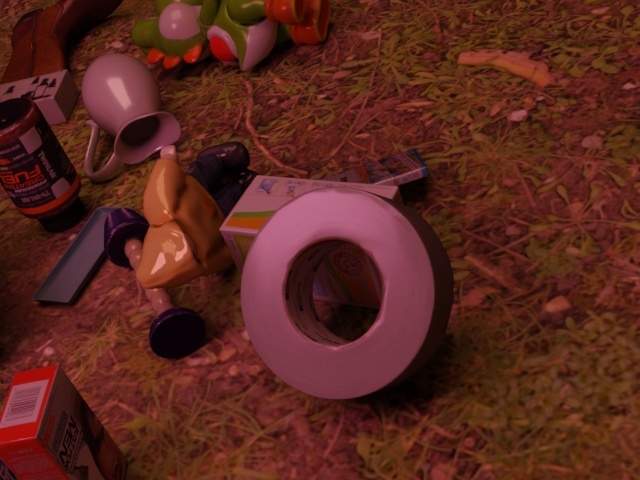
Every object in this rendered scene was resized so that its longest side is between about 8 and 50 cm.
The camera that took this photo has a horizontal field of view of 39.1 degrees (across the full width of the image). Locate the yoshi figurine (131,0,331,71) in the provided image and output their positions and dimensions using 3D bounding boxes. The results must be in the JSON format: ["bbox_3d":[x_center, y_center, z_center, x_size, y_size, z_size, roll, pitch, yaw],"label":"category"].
[{"bbox_3d":[-0.172,-0.422,1.611,0.362,0.204,0.203,-3,27,24],"label":"yoshi figurine"}]

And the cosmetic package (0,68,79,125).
[{"bbox_3d":[-0.577,-0.247,1.674,0.239,0.060,0.099,-10,40,13],"label":"cosmetic package"}]

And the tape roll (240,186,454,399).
[{"bbox_3d":[0.027,0.055,0.952,0.219,0.072,0.219,-1,87,24],"label":"tape roll"}]

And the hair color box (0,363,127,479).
[{"bbox_3d":[-0.260,0.217,0.918,0.053,0.167,0.093,-12,40,10],"label":"hair color box"}]

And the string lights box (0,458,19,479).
[{"bbox_3d":[-0.385,0.294,0.912,0.076,0.133,0.260,-11,40,11],"label":"string lights box"}]

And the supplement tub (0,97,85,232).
[{"bbox_3d":[-0.424,-0.105,1.336,0.106,0.198,0.106,-13,40,11],"label":"supplement tub"}]

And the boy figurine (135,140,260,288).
[{"bbox_3d":[-0.160,-0.035,1.144,0.092,0.177,0.285,-19,19,21],"label":"boy figurine"}]

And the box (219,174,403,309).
[{"bbox_3d":[0.000,0.000,1.095,0.203,0.114,0.103,7,47,28],"label":"box"}]

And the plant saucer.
[{"bbox_3d":[-0.337,0.021,1.296,0.067,0.018,0.192,2,44,25],"label":"plant saucer"}]

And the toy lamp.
[{"bbox_3d":[-0.226,0.045,1.176,0.080,0.080,0.275,-28,42,-8],"label":"toy lamp"}]

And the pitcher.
[{"bbox_3d":[-0.338,-0.204,1.487,0.177,0.125,0.207,-37,51,4],"label":"pitcher"}]

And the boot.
[{"bbox_3d":[-0.517,-0.408,1.806,0.264,0.096,0.280,-17,40,5],"label":"boot"}]

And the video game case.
[{"bbox_3d":[0.057,-0.080,1.207,0.166,0.015,0.119,-18,17,4],"label":"video game case"}]
